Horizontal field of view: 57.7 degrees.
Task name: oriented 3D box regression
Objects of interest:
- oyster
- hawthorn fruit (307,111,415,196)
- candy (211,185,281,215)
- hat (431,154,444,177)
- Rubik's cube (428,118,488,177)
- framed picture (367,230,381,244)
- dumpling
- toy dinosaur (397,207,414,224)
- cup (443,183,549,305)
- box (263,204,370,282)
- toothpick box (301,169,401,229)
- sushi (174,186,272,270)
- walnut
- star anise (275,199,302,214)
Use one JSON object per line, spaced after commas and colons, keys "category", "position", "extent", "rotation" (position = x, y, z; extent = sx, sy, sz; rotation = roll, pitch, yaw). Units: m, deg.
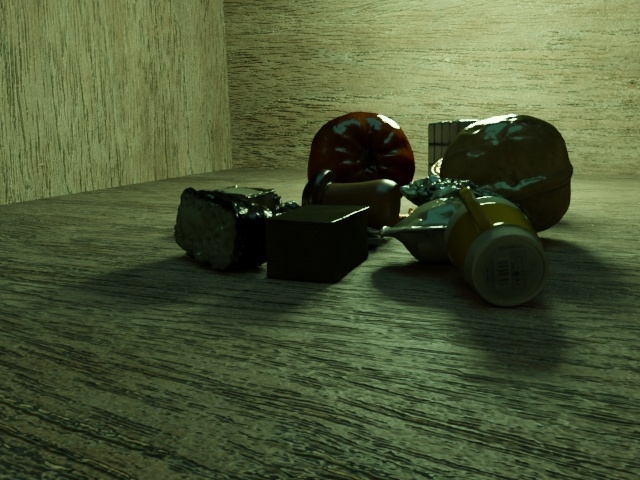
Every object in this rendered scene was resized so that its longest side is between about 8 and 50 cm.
{"category": "oyster", "position": [0.370, -0.073, 1.513], "extent": [0.350, 0.162, 0.158], "rotation": [27, -2, 21]}
{"category": "hawthorn fruit", "position": [0.144, -0.266, 2.141], "extent": [0.402, 0.403, 0.403], "rotation": [-1, 12, 0]}
{"category": "candy", "position": [-0.256, -0.110, 1.961], "extent": [0.195, 0.137, 0.184], "rotation": [9, 16, 36]}
{"category": "hat", "position": [0.528, -0.182, 1.994], "extent": [0.233, 0.233, 0.244], "rotation": [-1, 32, 34]}
{"category": "Rubik's cube", "position": [0.621, -0.295, 2.231], "extent": [0.336, 0.345, 0.344], "rotation": [-2, 11, -8]}
{"category": "framed picture", "position": [0.013, -0.006, 1.682], "extent": [0.289, 0.020, 0.211], "rotation": [-3, 8, -6]}
{"category": "dumpling", "position": [0.272, -0.006, 1.407], "extent": [0.292, 0.164, 0.204], "rotation": [-2, 29, 40]}
{"category": "toy dinosaur", "position": [0.279, -0.062, 1.847], "extent": [0.288, 0.071, 0.117], "rotation": [-8, 24, -10]}
{"category": "cup", "position": [0.342, 0.001, 1.170], "extent": [0.185, 0.241, 0.226], "rotation": [-29, 15, 12]}
{"category": "box", "position": [0.000, -0.003, 1.413], "extent": [0.184, 0.143, 0.273], "rotation": [3, 12, 22]}
{"category": "toothpick box", "position": [0.088, -0.118, 1.777], "extent": [0.294, 0.192, 0.192], "rotation": [6, 14, 23]}
{"category": "sushi", "position": [-0.250, -0.025, 1.506], "extent": [0.181, 0.197, 0.343], "rotation": [13, 5, -42]}
{"category": "walnut", "position": [0.532, -0.179, 1.677], "extent": [0.380, 0.382, 0.381], "rotation": [-1, 12, 0]}
{"category": "star anise", "position": [-0.135, -0.111, 2.129], "extent": [0.171, 0.063, 0.208], "rotation": [7, 14, 27]}
